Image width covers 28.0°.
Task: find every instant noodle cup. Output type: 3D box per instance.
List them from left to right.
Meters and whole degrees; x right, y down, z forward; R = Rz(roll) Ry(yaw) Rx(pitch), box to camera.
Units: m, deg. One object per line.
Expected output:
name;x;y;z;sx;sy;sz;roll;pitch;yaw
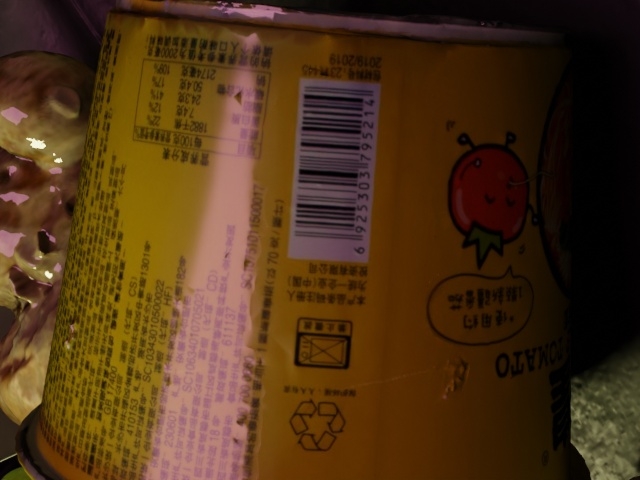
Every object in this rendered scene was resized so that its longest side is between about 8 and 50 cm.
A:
instant noodle cup;0.000;0.000;0.708;0.325;0.325;0.254;13;104;39

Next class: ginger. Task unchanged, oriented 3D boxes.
ginger;-0.189;0.013;0.973;0.244;0.155;0.304;-40;77;44

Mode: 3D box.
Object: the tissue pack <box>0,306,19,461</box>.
tissue pack;-0.352;0.153;1.106;0.159;0.246;0.136;-26;86;43

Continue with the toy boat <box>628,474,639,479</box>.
toy boat;0.208;0.143;0.684;0.188;0.116;0.061;-39;71;44

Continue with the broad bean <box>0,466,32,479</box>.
broad bean;-0.188;0.244;1.105;0.325;0.067;0.075;14;71;33
